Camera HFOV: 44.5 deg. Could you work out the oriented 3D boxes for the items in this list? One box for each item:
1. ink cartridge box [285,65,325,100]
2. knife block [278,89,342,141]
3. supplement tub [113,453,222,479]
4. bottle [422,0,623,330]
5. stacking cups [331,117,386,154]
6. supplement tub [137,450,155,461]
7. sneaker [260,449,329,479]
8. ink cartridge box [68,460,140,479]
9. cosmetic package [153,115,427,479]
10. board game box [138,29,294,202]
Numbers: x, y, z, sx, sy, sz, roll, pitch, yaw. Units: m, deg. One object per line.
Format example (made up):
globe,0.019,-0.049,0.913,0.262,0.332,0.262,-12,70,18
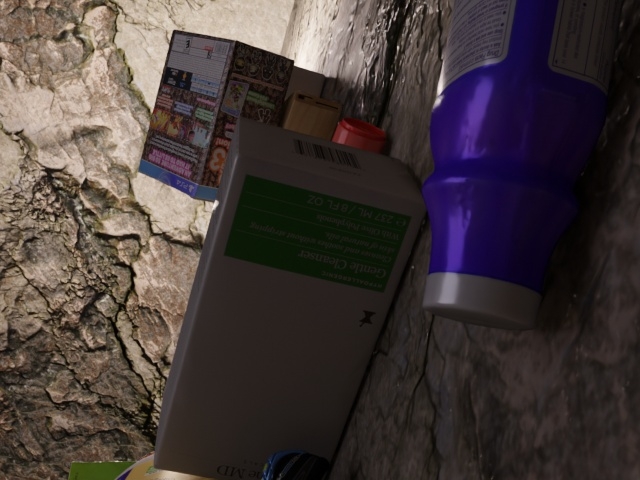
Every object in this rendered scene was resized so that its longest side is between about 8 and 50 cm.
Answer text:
ink cartridge box,-0.124,-0.299,1.750,0.270,0.197,0.198,-131,56,-77
knife block,-0.052,-0.140,1.464,0.276,0.088,0.242,-166,89,-79
supplement tub,-0.159,0.372,0.838,0.331,0.241,0.241,-66,-8,-80
bottle,0.120,-0.089,0.477,0.118,0.092,0.283,145,138,-75
stacking cups,0.000,0.000,1.005,0.096,0.096,0.316,-98,26,-64
supplement tub,-0.369,0.598,1.855,0.316,0.193,0.193,138,145,-71
sneaker,-0.014,0.292,0.732,0.067,0.078,0.188,48,-144,-68
ink cartridge box,-0.294,0.471,1.301,0.097,0.255,0.189,23,101,56
cosmetic package,-0.044,0.076,0.846,0.155,0.197,0.365,-103,28,-67
board game box,-0.204,-0.233,1.491,0.232,0.141,0.291,25,102,47
